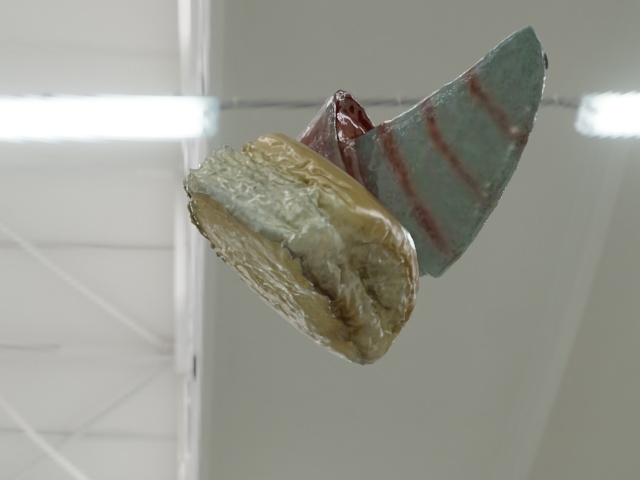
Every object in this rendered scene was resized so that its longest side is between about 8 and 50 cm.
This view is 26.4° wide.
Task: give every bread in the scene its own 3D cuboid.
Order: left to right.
[{"bbox_3d":[-0.001,0.000,0.730,0.082,0.106,0.125,-50,-43,-17],"label":"bread"}]

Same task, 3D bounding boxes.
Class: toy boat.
[{"bbox_3d":[0.112,-0.086,1.281,0.282,0.206,0.096,-33,-9,31],"label":"toy boat"}]
